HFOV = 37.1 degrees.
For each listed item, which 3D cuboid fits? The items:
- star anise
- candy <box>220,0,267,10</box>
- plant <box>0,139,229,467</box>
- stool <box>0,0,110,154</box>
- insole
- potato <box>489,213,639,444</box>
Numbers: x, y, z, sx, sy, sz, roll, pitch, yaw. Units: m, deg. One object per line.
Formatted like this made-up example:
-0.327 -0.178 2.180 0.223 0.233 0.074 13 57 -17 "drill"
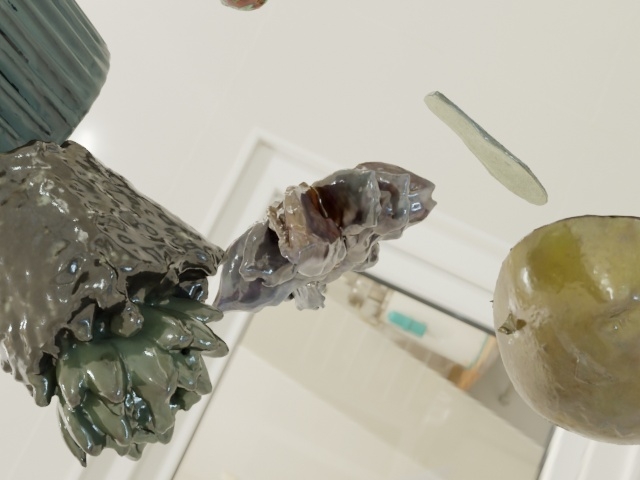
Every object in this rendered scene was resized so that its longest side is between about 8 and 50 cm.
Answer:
0.000 0.000 0.840 0.229 0.093 0.236 -34 -9 3 "star anise"
-0.052 -0.424 1.202 0.288 0.078 0.084 -62 -22 5 "candy"
-0.136 0.037 0.595 0.129 0.194 0.132 -48 -16 29 "plant"
-0.351 -0.178 0.683 0.297 0.330 0.297 -26 34 20 "stool"
0.192 -0.103 1.096 0.010 0.192 0.063 -54 12 -17 "insole"
0.280 0.117 0.949 0.116 0.239 0.299 -60 -37 -42 "potato"
